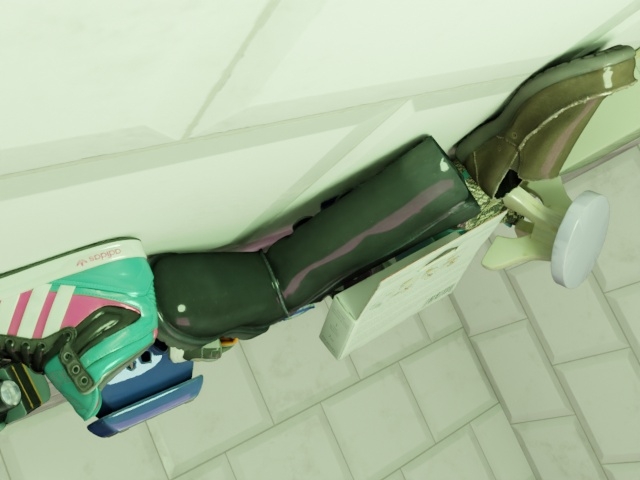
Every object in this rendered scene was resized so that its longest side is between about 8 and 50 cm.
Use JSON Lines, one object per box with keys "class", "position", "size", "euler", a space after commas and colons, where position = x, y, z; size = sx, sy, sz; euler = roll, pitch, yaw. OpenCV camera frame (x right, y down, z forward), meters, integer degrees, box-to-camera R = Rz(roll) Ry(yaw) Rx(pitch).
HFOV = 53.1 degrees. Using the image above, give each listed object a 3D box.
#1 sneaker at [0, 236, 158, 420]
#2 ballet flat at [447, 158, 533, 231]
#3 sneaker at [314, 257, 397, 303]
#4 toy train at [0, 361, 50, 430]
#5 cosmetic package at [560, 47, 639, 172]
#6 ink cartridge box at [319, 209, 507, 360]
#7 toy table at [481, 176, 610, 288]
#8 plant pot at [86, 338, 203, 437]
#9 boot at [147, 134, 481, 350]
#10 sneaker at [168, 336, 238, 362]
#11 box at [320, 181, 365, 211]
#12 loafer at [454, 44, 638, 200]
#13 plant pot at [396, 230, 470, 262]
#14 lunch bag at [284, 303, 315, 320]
{"class": "sneaker", "position": [-0.315, 0.128, 0.723], "size": [0.296, 0.178, 0.124], "euler": [-22, 172, -17]}
{"class": "ballet flat", "position": [0.369, -0.114, 1.339], "size": [0.182, 0.164, 0.483], "euler": [-50, 160, 24]}
{"class": "sneaker", "position": [-0.011, 0.044, 1.304], "size": [0.331, 0.146, 0.122], "euler": [-1, 140, 0]}
{"class": "toy train", "position": [-0.663, 0.322, 1.168], "size": [0.334, 0.142, 0.190], "euler": [-26, -178, 12]}
{"class": "cosmetic package", "position": [0.515, -0.227, 1.102], "size": [0.160, 0.113, 0.309], "euler": [-19, 171, -33]}
{"class": "ink cartridge box", "position": [0.154, 0.060, 1.099], "size": [0.296, 0.066, 0.261], "euler": [-26, 153, -30]}
{"class": "toy table", "position": [0.447, -0.022, 1.256], "size": [0.252, 0.161, 0.274], "euler": [-51, 146, -16]}
{"class": "plant pot", "position": [-0.376, 0.257, 1.277], "size": [0.236, 0.212, 0.236], "euler": [-18, 170, -33]}
{"class": "boot", "position": [0.001, 0.000, 0.939], "size": [0.445, 0.146, 0.367], "euler": [-27, 168, 14]}
{"class": "sneaker", "position": [-0.192, 0.160, 1.221], "size": [0.108, 0.100, 0.271], "euler": [9, -160, 10]}
{"class": "box", "position": [0.066, -0.059, 1.156], "size": [0.136, 0.036, 0.225], "euler": [-24, 171, -3]}
{"class": "loafer", "position": [0.340, -0.160, 0.953], "size": [0.134, 0.130, 0.366], "euler": [-22, 172, -18]}
{"class": "plant pot", "position": [0.186, 0.030, 1.397], "size": [0.165, 0.165, 0.234], "euler": [-15, 151, -51]}
{"class": "lunch bag", "position": [-0.089, 0.133, 1.612], "size": [0.096, 0.128, 0.151], "euler": [-26, 173, 10]}
